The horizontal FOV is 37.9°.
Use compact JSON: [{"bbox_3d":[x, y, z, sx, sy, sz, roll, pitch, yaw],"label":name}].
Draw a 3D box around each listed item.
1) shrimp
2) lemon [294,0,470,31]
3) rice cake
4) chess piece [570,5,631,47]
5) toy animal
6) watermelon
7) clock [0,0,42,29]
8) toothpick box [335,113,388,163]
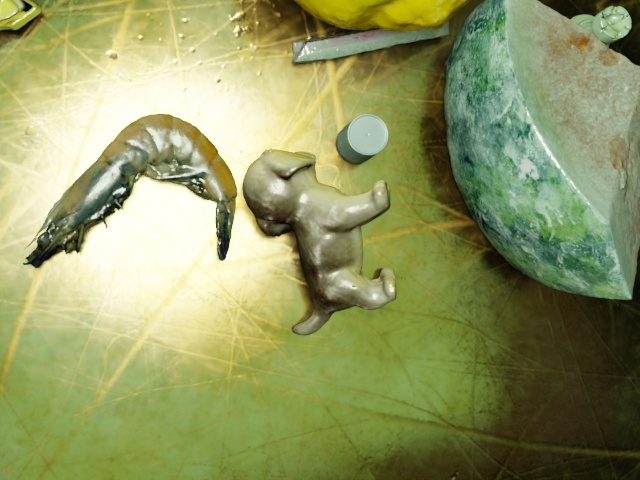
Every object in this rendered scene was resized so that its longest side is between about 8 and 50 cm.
[{"bbox_3d":[-0.212,-0.018,1.117,0.198,0.051,0.262,46,79,-5],"label":"shrimp"},{"bbox_3d":[0.072,-0.403,1.040,0.348,0.348,0.348,0,88,-9],"label":"lemon"},{"bbox_3d":[0.062,-0.255,1.177,0.208,0.033,0.033,-13,99,-8],"label":"rice cake"},{"bbox_3d":[0.352,-0.263,1.184,0.067,0.103,0.067,0,88,-8],"label":"chess piece"},{"bbox_3d":[0.010,-0.013,1.122,0.169,0.121,0.233,-17,100,7],"label":"toy animal"},{"bbox_3d":[0.306,-0.115,1.127,0.258,0.228,0.387,-19,82,-17],"label":"watermelon"},{"bbox_3d":[-0.490,-0.306,1.037,0.277,0.071,0.293,-35,126,-15],"label":"clock"},{"bbox_3d":[0.050,-0.124,1.143,0.052,0.083,0.052,0,88,-9],"label":"toothpick box"}]
